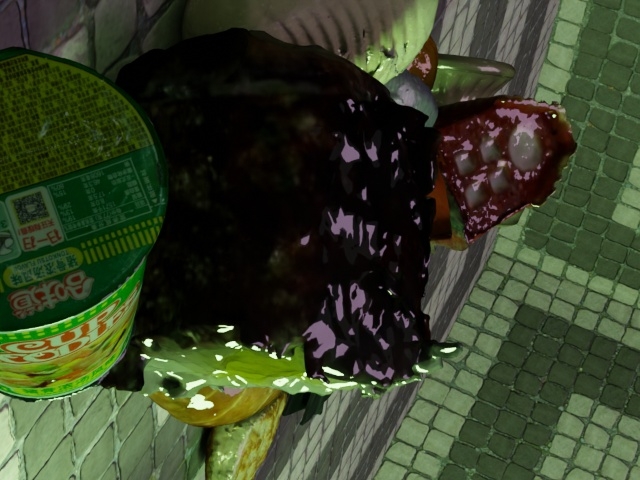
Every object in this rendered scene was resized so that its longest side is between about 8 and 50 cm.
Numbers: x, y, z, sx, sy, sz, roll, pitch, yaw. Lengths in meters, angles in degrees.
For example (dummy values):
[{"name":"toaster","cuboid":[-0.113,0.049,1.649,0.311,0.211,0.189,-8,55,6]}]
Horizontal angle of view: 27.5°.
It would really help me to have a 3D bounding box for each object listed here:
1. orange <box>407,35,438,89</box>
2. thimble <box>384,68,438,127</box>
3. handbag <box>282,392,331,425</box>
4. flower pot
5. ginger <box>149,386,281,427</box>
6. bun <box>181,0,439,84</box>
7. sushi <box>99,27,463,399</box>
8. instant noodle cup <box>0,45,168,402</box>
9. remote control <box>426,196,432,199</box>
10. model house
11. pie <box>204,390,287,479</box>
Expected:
[{"name":"orange","cuboid":[0.084,-0.231,1.704,0.136,0.159,0.159,-35,-177,29]},{"name":"thimble","cuboid":[0.010,-0.132,1.523,0.172,0.205,0.236,-61,-165,-6]},{"name":"handbag","cuboid":[0.028,0.177,2.323,0.247,0.079,0.260,-43,153,-60]},{"name":"flower pot","cuboid":[0.179,-0.155,1.963,0.307,0.307,0.244,-18,115,-73]},{"name":"ginger","cuboid":[-0.089,0.077,1.452,0.274,0.152,0.357,-34,150,-24]},{"name":"bun","cuboid":[-0.016,-0.228,1.291,0.273,0.168,0.273,-26,158,-11]},{"name":"sushi","cuboid":[-0.044,-0.005,1.165,0.299,0.281,0.294,9,73,-37]},{"name":"instant noodle cup","cuboid":[-0.207,0.009,0.936,0.207,0.207,0.232,-62,172,-23]},{"name":"remote control","cuboid":[0.000,0.000,1.576,0.123,0.285,0.038,-31,102,-73]},{"name":"model house","cuboid":[0.199,-0.107,1.703,0.254,0.196,0.160,-30,103,-28]},{"name":"pie","cuboid":[-0.117,0.292,1.927,0.205,0.084,0.179,-39,150,-67]}]
